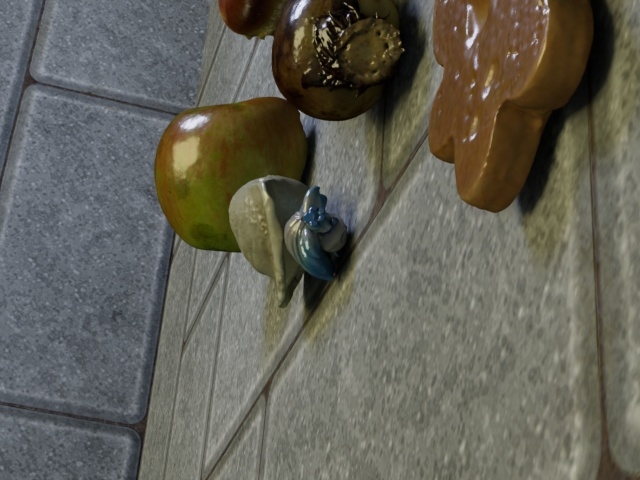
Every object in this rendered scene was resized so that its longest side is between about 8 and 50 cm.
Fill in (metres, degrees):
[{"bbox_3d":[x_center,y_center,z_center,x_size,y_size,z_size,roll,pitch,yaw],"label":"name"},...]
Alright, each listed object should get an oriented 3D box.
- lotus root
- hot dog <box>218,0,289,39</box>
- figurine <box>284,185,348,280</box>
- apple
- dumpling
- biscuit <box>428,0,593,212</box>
[{"bbox_3d":[0.013,-0.226,1.509,0.314,0.141,0.169,-136,63,-77],"label":"lotus root"},{"bbox_3d":[-0.013,-0.386,1.680,0.405,0.185,0.223,116,163,-50],"label":"hot dog"},{"bbox_3d":[0.000,0.000,1.549,0.114,0.079,0.114,-17,-90,-78],"label":"figurine"},{"bbox_3d":[-0.124,-0.094,1.936,0.246,0.246,0.226,173,90,-78],"label":"apple"},{"bbox_3d":[-0.051,0.001,1.653,0.216,0.126,0.166,142,123,-67],"label":"dumpling"},{"bbox_3d":[0.152,-0.191,1.042,0.355,0.052,0.275,-91,17,-50],"label":"biscuit"}]
